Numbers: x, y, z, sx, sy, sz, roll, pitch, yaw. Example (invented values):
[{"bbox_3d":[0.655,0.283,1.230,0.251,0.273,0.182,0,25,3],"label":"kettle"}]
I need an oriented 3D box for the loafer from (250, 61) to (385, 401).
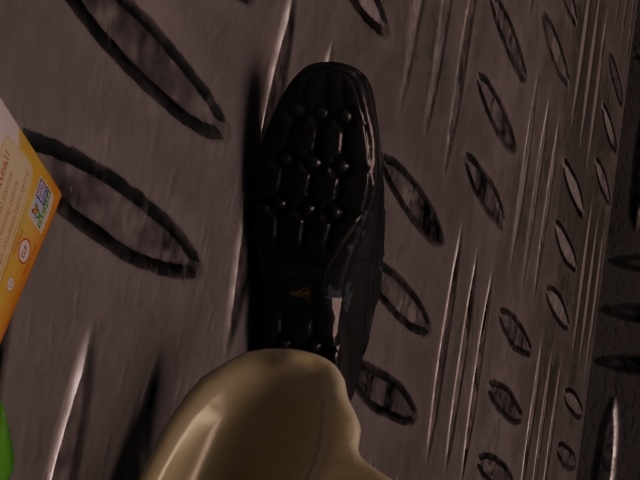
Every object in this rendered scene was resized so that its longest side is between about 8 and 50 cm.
[{"bbox_3d":[0.000,0.000,0.849,0.078,0.076,0.223,-51,147,-66],"label":"loafer"}]

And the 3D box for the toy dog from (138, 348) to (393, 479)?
[{"bbox_3d":[0.043,0.323,0.757,0.395,0.285,0.408,-60,152,-24],"label":"toy dog"}]

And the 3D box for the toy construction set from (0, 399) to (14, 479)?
[{"bbox_3d":[-0.090,0.232,0.333,0.257,0.309,0.237,-34,145,-31],"label":"toy construction set"}]

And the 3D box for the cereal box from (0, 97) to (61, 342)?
[{"bbox_3d":[-0.163,-0.017,0.404,0.240,0.047,0.173,67,33,-54],"label":"cereal box"}]
